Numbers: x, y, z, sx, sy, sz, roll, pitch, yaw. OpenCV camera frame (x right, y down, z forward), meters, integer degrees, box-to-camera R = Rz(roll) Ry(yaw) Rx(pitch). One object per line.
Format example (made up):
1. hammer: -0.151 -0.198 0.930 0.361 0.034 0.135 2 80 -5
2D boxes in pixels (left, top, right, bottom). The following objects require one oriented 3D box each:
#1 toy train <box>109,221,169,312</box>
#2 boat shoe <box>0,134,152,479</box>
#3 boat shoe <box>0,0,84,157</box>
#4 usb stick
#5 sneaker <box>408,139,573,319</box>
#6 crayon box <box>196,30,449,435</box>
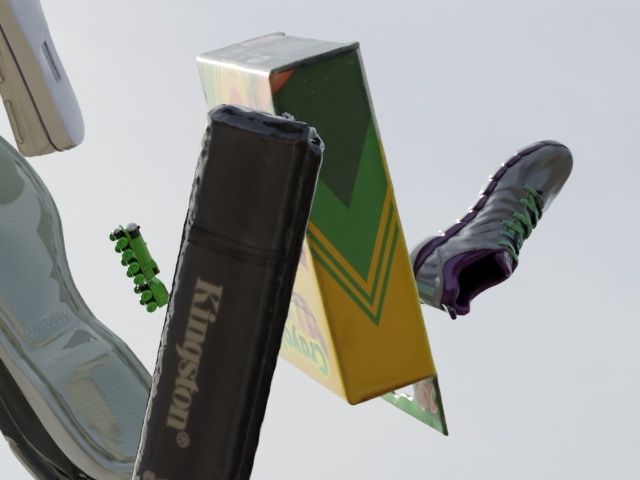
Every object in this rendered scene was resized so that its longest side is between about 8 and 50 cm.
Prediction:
1. toy train: -0.132 0.020 1.377 0.024 0.017 0.083 -33 -49 -15
2. boat shoe: -0.214 0.050 1.276 0.114 0.302 0.091 -16 -20 -39
3. boat shoe: -0.347 -0.213 2.071 0.084 0.258 0.095 -16 9 16
4. usb stick: -0.058 0.057 1.087 0.077 0.278 0.045 18 13 23
5. sneaker: 0.186 -0.004 1.842 0.098 0.224 0.083 33 -17 52
6. crayon box: 0.000 0.000 1.491 0.081 0.318 0.202 -19 14 -16
